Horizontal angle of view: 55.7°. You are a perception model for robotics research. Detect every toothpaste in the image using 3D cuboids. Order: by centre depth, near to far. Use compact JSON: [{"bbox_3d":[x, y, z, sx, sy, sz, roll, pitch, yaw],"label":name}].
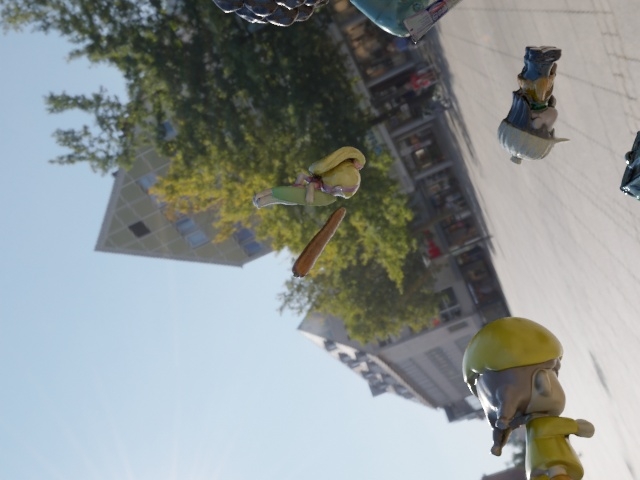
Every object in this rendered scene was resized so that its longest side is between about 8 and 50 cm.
[{"bbox_3d":[0.214,-0.416,1.085,0.045,0.170,0.028,56,160,-19],"label":"toothpaste"}]

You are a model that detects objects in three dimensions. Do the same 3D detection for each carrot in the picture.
[{"bbox_3d":[0.000,0.000,1.476,0.248,0.043,0.043,-55,-53,-35],"label":"carrot"}]

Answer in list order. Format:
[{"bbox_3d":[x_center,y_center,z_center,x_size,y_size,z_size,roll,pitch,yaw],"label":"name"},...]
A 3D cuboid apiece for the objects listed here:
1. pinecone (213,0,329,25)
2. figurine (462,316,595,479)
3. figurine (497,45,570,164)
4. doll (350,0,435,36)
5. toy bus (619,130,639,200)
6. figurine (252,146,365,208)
[{"bbox_3d":[-0.050,-0.367,0.701,0.202,0.229,0.201,37,-146,4],"label":"pinecone"},{"bbox_3d":[0.367,0.293,1.044,0.215,0.187,0.344,88,173,-45],"label":"figurine"},{"bbox_3d":[0.610,-0.393,1.776,0.185,0.204,0.333,-70,-34,-63],"label":"figurine"},{"bbox_3d":[0.193,-0.526,1.143,0.161,0.261,0.177,41,-146,1],"label":"doll"},{"bbox_3d":[0.732,-0.180,1.115,0.199,0.184,0.343,25,164,5],"label":"toy bus"},{"bbox_3d":[-0.015,-0.090,0.948,0.083,0.187,0.083,165,90,-79],"label":"figurine"}]
